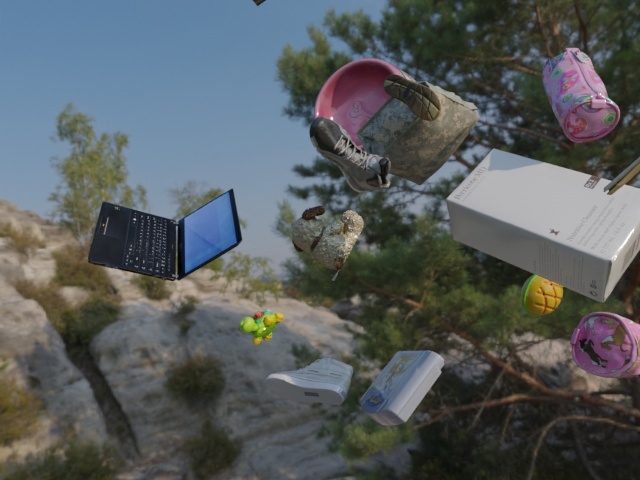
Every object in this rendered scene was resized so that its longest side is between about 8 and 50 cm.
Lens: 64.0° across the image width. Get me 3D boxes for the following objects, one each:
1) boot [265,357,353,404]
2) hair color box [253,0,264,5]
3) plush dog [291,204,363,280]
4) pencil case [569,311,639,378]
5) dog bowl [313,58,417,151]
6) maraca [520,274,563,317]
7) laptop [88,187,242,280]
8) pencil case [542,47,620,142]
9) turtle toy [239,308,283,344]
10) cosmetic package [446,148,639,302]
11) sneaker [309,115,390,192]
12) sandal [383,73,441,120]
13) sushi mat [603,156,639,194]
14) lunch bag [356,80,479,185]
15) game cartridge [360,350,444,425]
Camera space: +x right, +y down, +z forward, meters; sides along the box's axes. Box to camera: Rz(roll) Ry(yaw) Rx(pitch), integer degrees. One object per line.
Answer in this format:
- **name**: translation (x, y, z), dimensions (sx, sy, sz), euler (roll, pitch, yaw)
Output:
- **boot**: translation (-0.029, 0.412, 1.537), dimensions (0.258, 0.095, 0.123), euler (4, 35, 21)
- **hair color box**: translation (-0.077, -0.515, 0.970), dimensions (0.043, 0.141, 0.072), euler (44, -20, -28)
- **plush dog**: translation (0.000, 0.000, 1.834), dimensions (0.225, 0.262, 0.211), euler (29, 35, 2)
- **pencil case**: translation (0.791, 0.278, 1.267), dimensions (0.386, 0.160, 0.167), euler (16, -39, -31)
- **dog bowl**: translation (0.155, -0.446, 1.795), dimensions (0.407, 0.408, 0.150), euler (-10, -17, 27)
- **maraca**: translation (0.643, 0.138, 1.465), dimensions (0.186, 0.127, 0.099), euler (-47, 26, -13)
- **laptop**: translation (-0.321, -0.038, 1.079), dimensions (0.264, 0.137, 0.234), euler (16, 27, -24)
- **pencil case**: translation (0.615, -0.354, 1.228), dimensions (0.124, 0.124, 0.284), euler (-9, 41, 20)
- **turtle toy**: translation (-0.166, 0.230, 1.399), dimensions (0.066, 0.095, 0.130), euler (39, 19, 23)
- **cosmetic package**: translation (0.512, -0.049, 1.179), dimensions (0.385, 0.156, 0.217), euler (27, 64, 38)
- **sneaker**: translation (0.084, -0.192, 1.134), dimensions (0.132, 0.086, 0.228), euler (10, -25, 49)
- **sandal**: translation (0.240, -0.369, 1.315), dimensions (0.180, 0.072, 0.049), euler (41, 19, 27)
- **sushi mat**: translation (0.586, -0.198, 0.808), dimensions (0.151, 0.019, 0.317), euler (-21, -27, -48)
- **lunch bag**: translation (0.288, -0.326, 1.489), dimensions (0.235, 0.169, 0.287), euler (12, -42, -39)
- **game cartridge**: translation (0.191, 0.365, 1.281), dimensions (0.198, 0.062, 0.297), euler (-45, -3, -15)
